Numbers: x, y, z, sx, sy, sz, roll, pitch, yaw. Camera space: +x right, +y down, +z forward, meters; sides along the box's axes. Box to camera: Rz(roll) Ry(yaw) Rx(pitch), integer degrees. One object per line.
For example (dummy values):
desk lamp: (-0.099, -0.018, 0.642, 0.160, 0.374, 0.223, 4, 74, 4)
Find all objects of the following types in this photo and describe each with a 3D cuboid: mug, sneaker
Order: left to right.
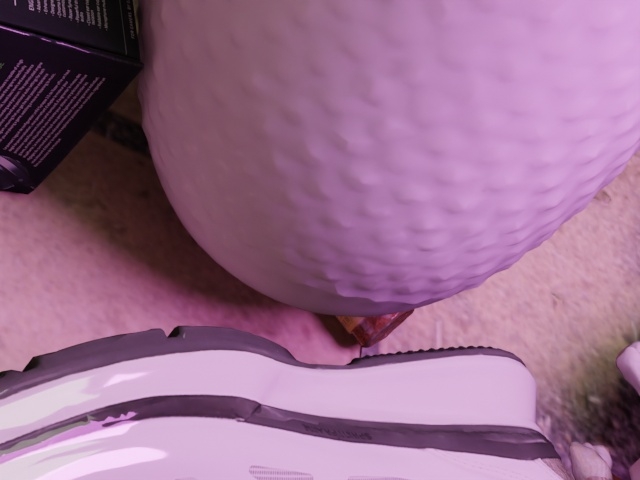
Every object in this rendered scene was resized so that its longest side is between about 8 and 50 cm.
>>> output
sneaker: (-0.006, 0.183, 0.749, 0.447, 0.169, 0.257, -2, 52, -44)
mug: (0.066, -0.155, 0.913, 0.276, 0.328, 0.374, 29, 44, 1)

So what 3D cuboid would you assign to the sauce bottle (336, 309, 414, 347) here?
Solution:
sauce bottle: (0.000, 0.000, 1.007, 0.128, 0.042, 0.042, 51, 41, 9)

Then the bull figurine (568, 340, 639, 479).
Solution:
bull figurine: (0.239, 0.191, 0.980, 0.310, 0.101, 0.188, 47, 9, -40)

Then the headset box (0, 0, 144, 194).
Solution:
headset box: (-0.248, -0.177, 0.866, 0.283, 0.131, 0.246, 11, 54, -34)
